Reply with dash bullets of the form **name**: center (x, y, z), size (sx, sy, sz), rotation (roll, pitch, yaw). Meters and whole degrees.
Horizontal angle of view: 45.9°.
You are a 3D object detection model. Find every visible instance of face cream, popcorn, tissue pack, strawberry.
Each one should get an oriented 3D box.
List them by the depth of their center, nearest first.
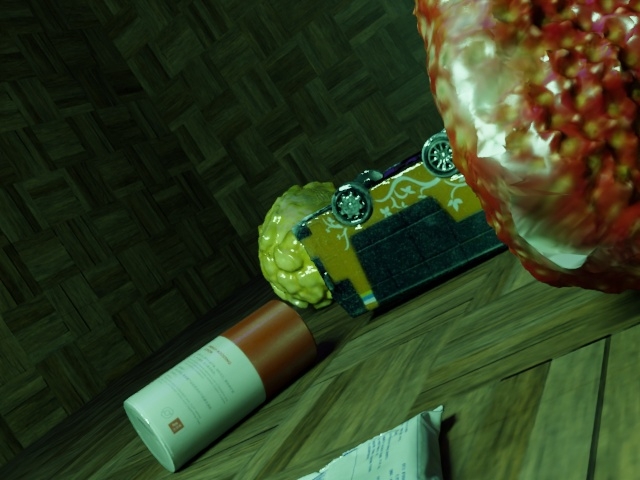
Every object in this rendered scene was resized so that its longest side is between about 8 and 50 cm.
- **tissue pack**: center (0.017, 0.152, 0.416), size (0.123, 0.026, 0.193), rotation (-33, 3, 11)
- **strawberry**: center (0.197, -0.109, 0.534), size (0.351, 0.312, 0.267), rotation (-58, -3, -37)
- **face cream**: center (-0.111, 0.163, 0.878), size (0.214, 0.095, 0.096), rotation (-34, 3, -28)
- **popcorn**: center (0.000, 0.000, 1.344), size (0.250, 0.190, 0.250), rotation (-6, 38, 4)

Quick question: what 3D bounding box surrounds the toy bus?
- **toy bus**: center (0.121, -0.028, 0.943), size (0.275, 0.167, 0.138), rotation (-27, 5, 21)
